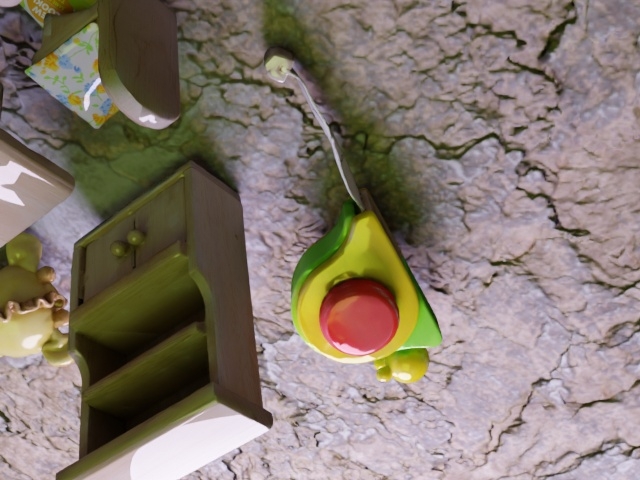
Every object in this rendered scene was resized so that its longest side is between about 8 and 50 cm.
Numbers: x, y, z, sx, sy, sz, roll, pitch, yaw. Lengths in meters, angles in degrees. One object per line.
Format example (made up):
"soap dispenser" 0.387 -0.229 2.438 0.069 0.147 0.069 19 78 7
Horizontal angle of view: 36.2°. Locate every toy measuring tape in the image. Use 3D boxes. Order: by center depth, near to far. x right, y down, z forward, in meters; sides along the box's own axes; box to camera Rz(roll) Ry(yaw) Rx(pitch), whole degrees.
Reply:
"toy measuring tape" 0.000 0.000 0.852 0.121 0.121 0.330 -20 113 24

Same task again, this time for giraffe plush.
"giraffe plush" -0.332 0.078 0.957 0.171 0.210 0.181 -25 112 -11

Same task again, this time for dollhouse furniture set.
"dollhouse furniture set" -0.238 0.001 0.724 0.362 0.256 0.394 -32 134 23

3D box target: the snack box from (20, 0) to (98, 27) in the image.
"snack box" -0.179 -0.275 0.703 0.207 0.070 0.174 -30 116 30
